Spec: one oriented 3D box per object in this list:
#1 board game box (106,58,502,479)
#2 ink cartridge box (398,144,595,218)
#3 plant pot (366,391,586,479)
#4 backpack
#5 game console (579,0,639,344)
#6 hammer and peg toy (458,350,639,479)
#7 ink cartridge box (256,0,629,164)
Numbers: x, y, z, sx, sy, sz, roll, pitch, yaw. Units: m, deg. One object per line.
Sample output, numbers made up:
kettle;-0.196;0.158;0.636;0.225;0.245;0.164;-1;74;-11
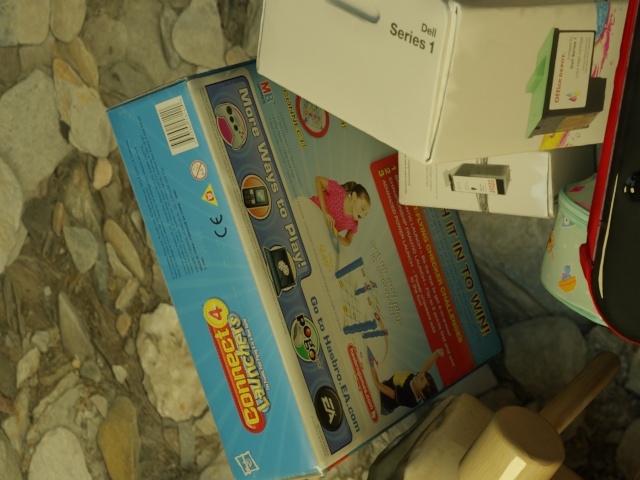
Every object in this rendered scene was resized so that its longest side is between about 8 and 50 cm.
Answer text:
board game box;0.000;0.000;1.327;0.086;0.302;0.308;-16;94;35
ink cartridge box;0.145;-0.059;1.341;0.135;0.099;0.056;6;106;30
plant pot;0.141;0.297;1.272;0.305;0.334;0.334;43;123;1
backpack;0.257;-0.002;1.226;0.166;0.188;0.144;26;122;24
game console;0.368;-0.087;1.057;0.386;0.060;0.342;-1;121;-13
hammer and peg toy;0.298;0.179;1.176;0.361;0.266;0.127;32;126;4
ink cartridge box;0.122;-0.151;1.191;0.201;0.278;0.117;32;121;44
